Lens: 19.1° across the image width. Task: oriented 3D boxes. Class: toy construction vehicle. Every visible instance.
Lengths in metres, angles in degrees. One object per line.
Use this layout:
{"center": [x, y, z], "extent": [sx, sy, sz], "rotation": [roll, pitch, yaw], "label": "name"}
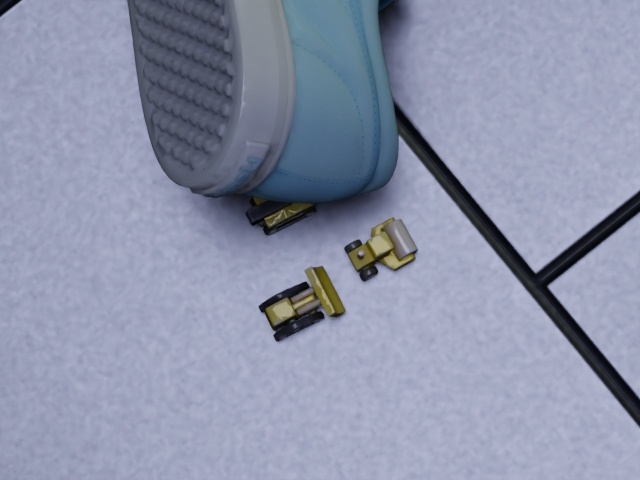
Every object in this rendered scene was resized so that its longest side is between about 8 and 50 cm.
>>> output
{"center": [0.000, 0.000, 1.094], "extent": [0.098, 0.035, 0.086], "rotation": [-25, 80, 0], "label": "toy construction vehicle"}

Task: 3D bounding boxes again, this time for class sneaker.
{"center": [-0.030, -0.182, 1.101], "extent": [0.150, 0.135, 0.366], "rotation": [12, 64, -36], "label": "sneaker"}
